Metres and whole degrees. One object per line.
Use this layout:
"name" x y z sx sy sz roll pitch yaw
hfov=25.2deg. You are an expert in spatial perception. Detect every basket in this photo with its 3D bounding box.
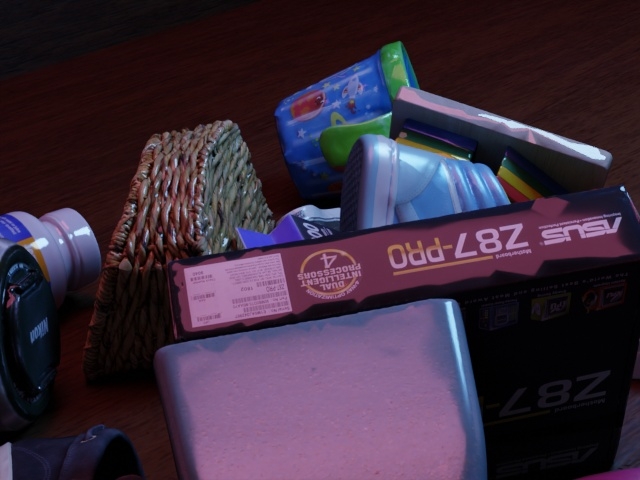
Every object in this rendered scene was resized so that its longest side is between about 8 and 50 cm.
"basket" -0.203 -0.004 1.766 0.223 0.213 0.299 -10 34 15

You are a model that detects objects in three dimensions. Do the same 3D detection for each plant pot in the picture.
"plant pot" 0.019 0.231 1.094 0.247 0.247 0.252 -10 37 -3

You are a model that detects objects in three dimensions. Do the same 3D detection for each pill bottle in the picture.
"pill bottle" -0.436 0.050 1.912 0.272 0.152 0.152 -24 24 -35

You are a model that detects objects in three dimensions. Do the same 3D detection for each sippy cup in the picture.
"sippy cup" 0.055 -0.169 2.246 0.224 0.305 0.240 -16 62 10

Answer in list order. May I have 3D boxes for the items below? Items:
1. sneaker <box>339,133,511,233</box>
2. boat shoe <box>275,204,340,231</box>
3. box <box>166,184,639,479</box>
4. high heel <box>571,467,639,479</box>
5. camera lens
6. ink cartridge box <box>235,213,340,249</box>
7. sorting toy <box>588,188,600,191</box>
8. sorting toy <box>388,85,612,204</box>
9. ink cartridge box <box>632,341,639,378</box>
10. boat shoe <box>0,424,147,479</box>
"sneaker" 0.125 0.052 1.524 0.208 0.319 0.127 6 -7 -14
"boat shoe" 0.000 0.000 1.975 0.077 0.070 0.219 -31 -10 16
"box" 0.078 0.113 1.271 0.394 0.318 0.097 -9 52 -5
"high heel" 0.307 0.253 1.046 0.377 0.127 0.181 0 10 13
"camera lens" -0.450 0.116 1.631 0.274 0.219 0.219 -6 20 8
"ink cartridge box" 0.021 0.048 1.673 0.208 0.045 0.206 16 25 -28
"sorting toy" 0.251 0.093 1.510 0.126 0.127 0.365 27 56 36
"sorting toy" 0.190 -0.035 1.704 0.255 0.257 0.089 19 58 10
"ink cartridge box" 0.359 0.104 1.568 0.088 0.052 0.122 1 22 27
"boat shoe" -0.176 0.271 1.144 0.156 0.187 0.500 -19 16 -11
